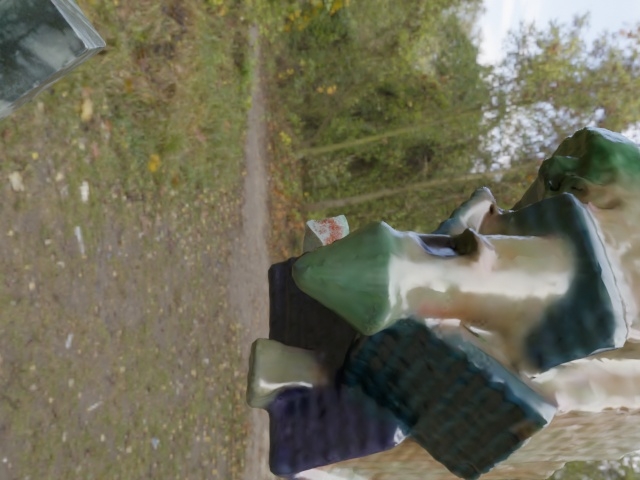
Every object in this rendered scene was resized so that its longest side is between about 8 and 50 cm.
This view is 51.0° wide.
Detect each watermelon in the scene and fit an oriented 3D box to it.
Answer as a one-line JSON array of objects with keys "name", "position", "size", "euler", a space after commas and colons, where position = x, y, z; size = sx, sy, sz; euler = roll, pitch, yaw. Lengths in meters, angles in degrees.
[{"name": "watermelon", "position": [0.000, 0.000, 0.902], "size": [0.061, 0.085, 0.085], "euler": [43, 20, -14]}]

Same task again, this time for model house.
[{"name": "model house", "position": [0.085, 0.067, 0.539], "size": [0.312, 0.280, 0.245], "euler": [106, -15, -56]}]

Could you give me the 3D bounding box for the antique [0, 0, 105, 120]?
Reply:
[{"name": "antique", "position": [-0.337, -0.193, 0.722], "size": [0.086, 0.183, 0.088], "euler": [56, 6, -17]}]
